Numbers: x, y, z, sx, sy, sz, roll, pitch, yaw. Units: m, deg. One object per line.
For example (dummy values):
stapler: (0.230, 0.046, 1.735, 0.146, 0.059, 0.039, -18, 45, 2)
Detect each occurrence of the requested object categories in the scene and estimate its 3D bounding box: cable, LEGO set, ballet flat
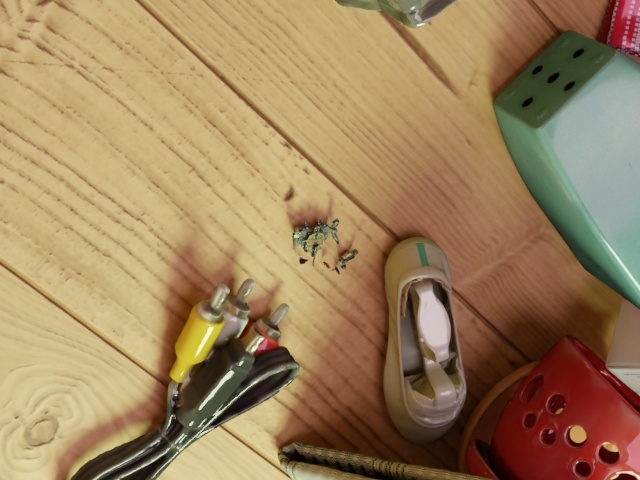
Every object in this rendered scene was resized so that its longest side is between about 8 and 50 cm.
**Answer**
cable: (-0.131, 0.160, 1.443, 0.287, 0.072, 0.139, -47, 141, 16)
LEGO set: (-0.001, 0.002, 1.433, 0.054, 0.023, 0.083, -35, 136, -3)
ballet flat: (0.106, 0.117, 1.497, 0.086, 0.086, 0.248, -19, 120, -16)

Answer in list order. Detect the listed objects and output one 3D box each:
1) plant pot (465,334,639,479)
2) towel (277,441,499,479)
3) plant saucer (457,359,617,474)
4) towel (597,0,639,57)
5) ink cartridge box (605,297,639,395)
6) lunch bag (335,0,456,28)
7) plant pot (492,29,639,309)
plant pot: (0.257, 0.219, 1.507, 0.191, 0.191, 0.174, 37, 98, -33)
towel: (0.150, 0.313, 1.482, 0.312, 0.324, 0.056, 48, 60, -34)
plant saucer: (0.233, 0.211, 1.627, 0.200, 0.037, 0.200, -10, 118, -20)
towel: (0.425, -0.238, 1.437, 0.275, 0.031, 0.199, 16, 108, -2)
ink cartridge box: (0.414, 0.107, 1.570, 0.237, 0.100, 0.172, 37, 63, -38)
lunch bag: (0.111, -0.348, 1.233, 0.287, 0.169, 0.235, -35, 120, -15)
plant pot: (0.285, -0.077, 1.448, 0.165, 0.166, 0.234, -44, 116, 0)
